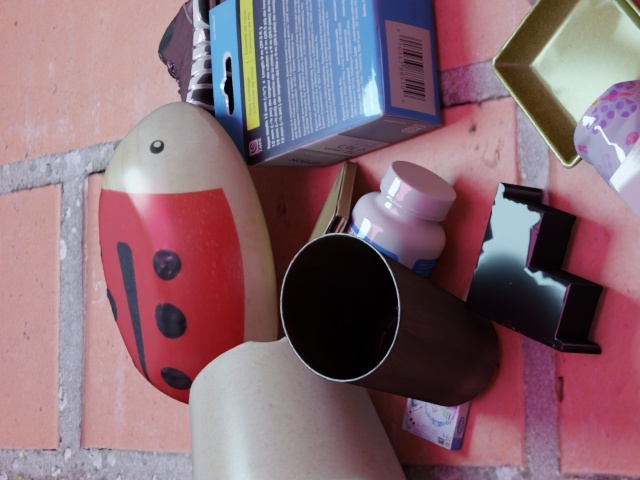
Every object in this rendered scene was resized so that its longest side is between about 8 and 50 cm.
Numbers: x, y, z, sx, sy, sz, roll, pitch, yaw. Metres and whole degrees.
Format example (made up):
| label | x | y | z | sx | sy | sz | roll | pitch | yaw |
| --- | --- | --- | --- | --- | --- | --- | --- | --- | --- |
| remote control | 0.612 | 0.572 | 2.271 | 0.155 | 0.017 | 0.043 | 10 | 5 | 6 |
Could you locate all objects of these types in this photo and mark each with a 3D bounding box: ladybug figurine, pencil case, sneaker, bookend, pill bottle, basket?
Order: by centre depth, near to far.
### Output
| label | x | y | z | sx | sy | sz | roll | pitch | yaw |
| --- | --- | --- | --- | --- | --- | --- | --- | --- | --- |
| pencil case | 0.379 | -0.049 | 1.660 | 0.113 | 0.124 | 0.273 | -34 | 55 | -1 |
| bookend | 0.260 | 0.031 | 1.815 | 0.156 | 0.072 | 0.157 | 23 | 102 | 46 |
| basket | 0.092 | 0.106 | 1.863 | 0.154 | 0.227 | 0.204 | -52 | 46 | 12 |
| pill bottle | 0.081 | 0.017 | 1.981 | 0.124 | 0.124 | 0.221 | 48 | 119 | 40 |
| ladybug figurine | -0.193 | 0.039 | 2.185 | 0.305 | 0.162 | 0.449 | 7 | 111 | 54 |
| sneaker | -0.175 | -0.228 | 2.333 | 0.162 | 0.106 | 0.281 | -20 | 65 | 56 |

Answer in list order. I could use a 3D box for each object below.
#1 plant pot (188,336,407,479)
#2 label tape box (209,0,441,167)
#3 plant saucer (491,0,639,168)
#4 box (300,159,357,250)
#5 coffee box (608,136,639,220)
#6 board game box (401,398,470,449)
| label | x | y | z | sx | sy | sz | roll | pitch | yaw |
| --- | --- | --- | --- | --- | --- | --- | --- | --- | --- |
| plant pot | -0.033 | 0.298 | 1.964 | 0.334 | 0.334 | 0.305 | -48 | 43 | 34 |
| label tape box | -0.002 | -0.235 | 2.115 | 0.348 | 0.115 | 0.249 | -18 | 72 | 50 |
| plant saucer | 0.303 | -0.206 | 1.813 | 0.188 | 0.045 | 0.188 | -54 | 49 | 30 |
| box | 0.000 | 0.000 | 2.060 | 0.201 | 0.021 | 0.164 | -79 | 14 | -67 |
| coffee box | 0.528 | -0.053 | 1.320 | 0.337 | 0.338 | 0.334 | -57 | 49 | 28 |
| board game box | 0.145 | 0.203 | 1.966 | 0.090 | 0.020 | 0.090 | 19 | 99 | 48 |
